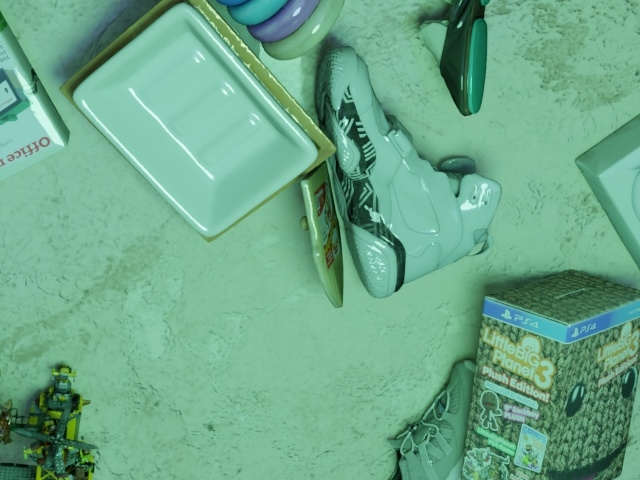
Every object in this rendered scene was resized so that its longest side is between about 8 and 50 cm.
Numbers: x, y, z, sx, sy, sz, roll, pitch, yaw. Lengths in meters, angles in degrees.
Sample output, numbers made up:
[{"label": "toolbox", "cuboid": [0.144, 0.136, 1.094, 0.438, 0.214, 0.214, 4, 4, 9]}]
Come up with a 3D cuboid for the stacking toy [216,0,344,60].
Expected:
[{"label": "stacking toy", "cuboid": [-0.123, -0.369, 1.492, 0.330, 0.141, 0.141, 36, 98, -33]}]

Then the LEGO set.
[{"label": "LEGO set", "cuboid": [-0.450, 0.225, 1.591, 0.331, 0.255, 0.192, 11, 121, -6]}]

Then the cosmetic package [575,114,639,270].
[{"label": "cosmetic package", "cuboid": [0.608, -0.103, 1.774, 0.377, 0.097, 0.284, -35, 112, 1]}]

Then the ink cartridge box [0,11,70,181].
[{"label": "ink cartridge box", "cuboid": [-0.444, -0.184, 1.551, 0.160, 0.092, 0.219, -28, 109, -1]}]

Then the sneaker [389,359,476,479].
[{"label": "sneaker", "cuboid": [0.165, 0.307, 1.808, 0.115, 0.105, 0.281, 18, 100, -10]}]

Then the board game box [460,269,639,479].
[{"label": "board game box", "cuboid": [0.340, 0.214, 1.737, 0.232, 0.141, 0.291, -13, 114, -46]}]

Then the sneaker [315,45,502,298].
[{"label": "sneaker", "cuboid": [0.122, -0.109, 1.662, 0.210, 0.137, 0.366, -16, 113, -7]}]

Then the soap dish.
[{"label": "soap dish", "cuboid": [-0.155, -0.168, 1.573, 0.229, 0.118, 0.291, -35, 111, 20]}]

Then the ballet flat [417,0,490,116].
[{"label": "ballet flat", "cuboid": [0.190, -0.312, 1.635, 0.096, 0.095, 0.281, 11, 95, 22]}]

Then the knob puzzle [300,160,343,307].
[{"label": "knob puzzle", "cuboid": [0.000, 0.000, 1.643, 0.030, 0.213, 0.213, -9, 109, 10]}]

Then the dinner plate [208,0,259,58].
[{"label": "dinner plate", "cuboid": [-0.151, -0.256, 1.625, 0.141, 0.017, 0.141, -3, 106, -11]}]
